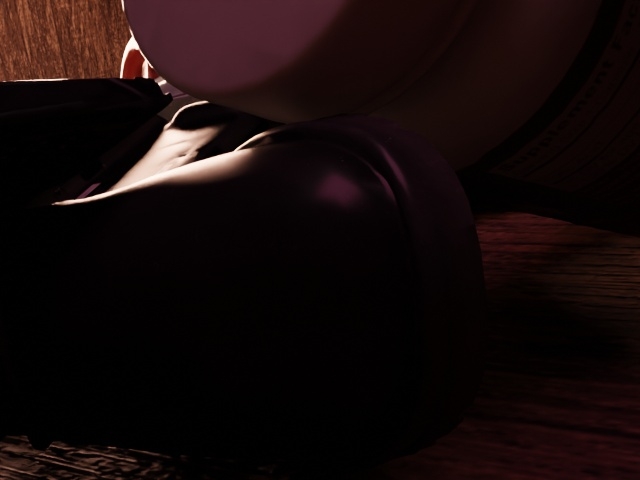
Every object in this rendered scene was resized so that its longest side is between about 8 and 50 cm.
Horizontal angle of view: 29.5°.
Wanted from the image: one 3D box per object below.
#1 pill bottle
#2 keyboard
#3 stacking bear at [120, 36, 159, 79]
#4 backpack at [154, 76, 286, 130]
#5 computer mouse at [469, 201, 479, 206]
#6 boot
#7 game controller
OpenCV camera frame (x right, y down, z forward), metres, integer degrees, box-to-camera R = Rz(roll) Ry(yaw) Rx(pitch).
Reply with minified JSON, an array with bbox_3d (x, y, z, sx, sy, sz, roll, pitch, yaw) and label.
[{"bbox_3d":[0.105,-0.128,0.649,0.392,0.224,0.224,10,-5,-44],"label":"pill bottle"},{"bbox_3d":[-0.216,-0.015,0.580,0.201,0.033,0.317,-7,-9,-32],"label":"keyboard"},{"bbox_3d":[-0.071,-0.156,1.393,0.289,0.175,0.164,-5,17,-20],"label":"stacking bear"},{"bbox_3d":[-0.101,-0.106,1.202,0.166,0.144,0.188,-16,9,3],"label":"backpack"},{"bbox_3d":[0.126,-0.043,0.932,0.262,0.060,0.184,-1,6,-10],"label":"computer mouse"},{"bbox_3d":[-0.209,0.067,0.468,0.445,0.146,0.367,-11,-1,-29],"label":"boot"},{"bbox_3d":[-0.160,-0.019,0.892,0.166,0.067,0.319,-3,29,27],"label":"game controller"}]
